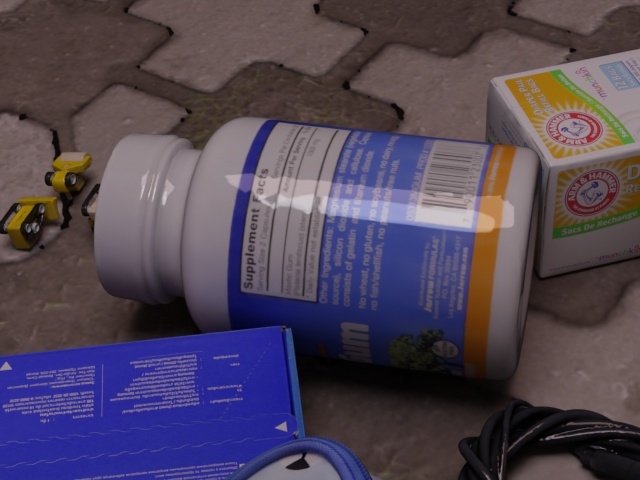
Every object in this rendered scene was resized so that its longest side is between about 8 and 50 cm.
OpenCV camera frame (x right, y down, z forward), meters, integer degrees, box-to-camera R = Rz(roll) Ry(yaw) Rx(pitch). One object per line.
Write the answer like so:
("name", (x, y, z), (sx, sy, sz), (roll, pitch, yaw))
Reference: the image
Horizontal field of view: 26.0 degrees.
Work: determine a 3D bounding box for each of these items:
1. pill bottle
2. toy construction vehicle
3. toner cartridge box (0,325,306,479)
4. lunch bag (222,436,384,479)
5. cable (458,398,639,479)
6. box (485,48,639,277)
("pill bottle", (0.000, 0.000, 0.901), (0.272, 0.152, 0.152), (7, 43, 12))
("toy construction vehicle", (-0.180, -0.027, 1.035), (0.086, 0.035, 0.098), (0, 38, 19))
("toner cartridge box", (-0.180, 0.148, 0.804), (0.348, 0.075, 0.165), (-6, 43, -2))
("lunch bag", (-0.051, 0.240, 0.579), (0.303, 0.115, 0.243), (-39, 45, 14))
("cable", (0.159, 0.155, 0.797), (0.150, 0.047, 0.184), (-11, 42, -8))
("box", (0.231, -0.064, 0.994), (0.203, 0.103, 0.114), (-12, 42, -9))
